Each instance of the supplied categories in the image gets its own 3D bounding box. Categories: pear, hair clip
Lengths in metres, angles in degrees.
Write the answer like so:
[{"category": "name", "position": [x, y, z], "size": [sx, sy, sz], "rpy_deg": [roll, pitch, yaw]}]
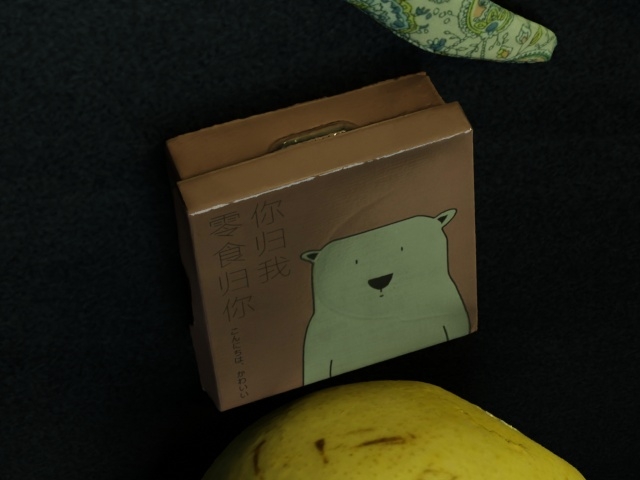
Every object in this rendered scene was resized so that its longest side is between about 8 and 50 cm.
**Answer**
[{"category": "pear", "position": [0.054, 0.271, 1.451], "size": [0.348, 0.348, 0.348], "rpy_deg": [-14, 135, -14]}, {"category": "hair clip", "position": [0.085, -0.160, 1.270], "size": [0.229, 0.036, 0.066], "rpy_deg": [20, 126, -38]}]

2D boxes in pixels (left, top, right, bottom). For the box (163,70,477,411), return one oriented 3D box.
[{"category": "box", "position": [0.000, 0.000, 1.345], "size": [0.215, 0.086, 0.215], "rpy_deg": [-17, 136, -11]}]
